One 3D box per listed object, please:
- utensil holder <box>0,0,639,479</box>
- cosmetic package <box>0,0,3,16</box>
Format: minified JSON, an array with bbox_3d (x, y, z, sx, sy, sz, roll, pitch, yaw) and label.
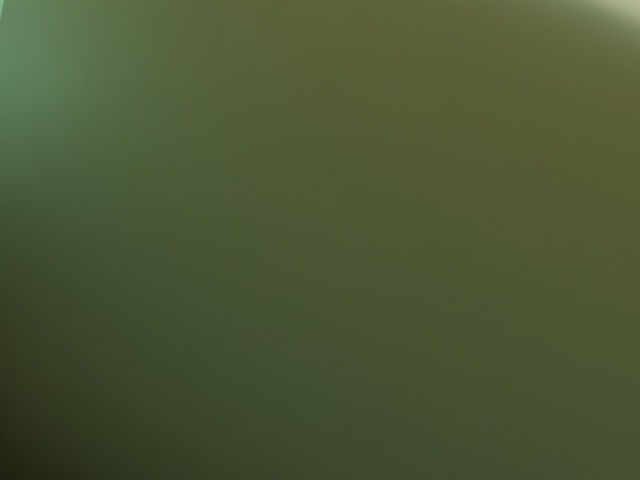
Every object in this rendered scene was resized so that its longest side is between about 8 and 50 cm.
[{"bbox_3d":[0.000,0.000,0.633,0.385,0.327,0.327,23,2,11],"label":"utensil holder"},{"bbox_3d":[-0.293,-0.041,0.431,0.385,0.156,0.217,19,18,15],"label":"cosmetic package"}]
